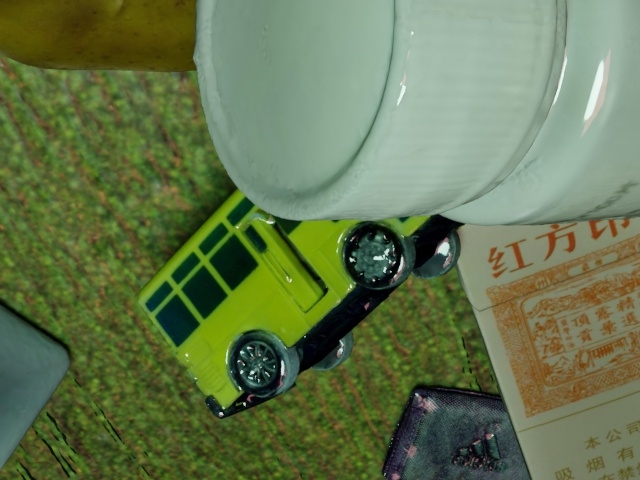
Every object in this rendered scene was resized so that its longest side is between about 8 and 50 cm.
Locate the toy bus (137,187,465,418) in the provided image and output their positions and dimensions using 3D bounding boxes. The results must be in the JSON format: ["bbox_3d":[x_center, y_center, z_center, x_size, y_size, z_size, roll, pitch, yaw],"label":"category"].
[{"bbox_3d":[0.000,0.000,0.777,0.262,0.128,0.150,-45,75,21],"label":"toy bus"}]

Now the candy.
[{"bbox_3d":[-0.307,0.105,0.850,0.174,0.071,0.138,42,68,-27],"label":"candy"}]

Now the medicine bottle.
[{"bbox_3d":[0.133,-0.114,0.607,0.371,0.211,0.211,-4,128,-34],"label":"medicine bottle"}]

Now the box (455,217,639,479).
[{"bbox_3d":[0.246,0.083,0.901,0.204,0.051,0.365,-21,119,4],"label":"box"}]

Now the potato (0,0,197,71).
[{"bbox_3d":[-0.124,-0.199,0.642,0.369,0.176,0.195,8,95,-14],"label":"potato"}]

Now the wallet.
[{"bbox_3d":[0.151,0.194,0.993,0.166,0.030,0.111,10,114,-15],"label":"wallet"}]
